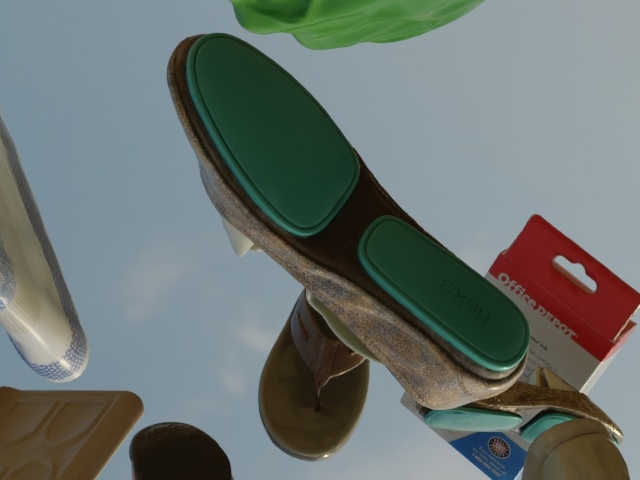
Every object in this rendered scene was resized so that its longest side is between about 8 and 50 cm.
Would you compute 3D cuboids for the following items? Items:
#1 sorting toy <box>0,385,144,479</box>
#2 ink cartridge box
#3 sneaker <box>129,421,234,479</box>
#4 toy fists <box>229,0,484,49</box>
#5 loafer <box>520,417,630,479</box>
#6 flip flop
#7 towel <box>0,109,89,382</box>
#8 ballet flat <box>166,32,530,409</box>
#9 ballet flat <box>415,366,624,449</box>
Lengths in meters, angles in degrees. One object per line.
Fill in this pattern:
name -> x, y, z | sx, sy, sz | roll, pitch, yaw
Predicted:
sorting toy -> -0.358, 0.284, 2.014 | 0.307, 0.229, 0.041 | -55, -47, -39
ink cartridge box -> 0.193, 0.096, 1.633 | 0.134, 0.231, 0.078 | 39, -157, 15
sneaker -> -0.097, 0.285, 1.541 | 0.090, 0.145, 0.270 | -14, -143, -26
toy fists -> -0.029, -0.176, 0.818 | 0.279, 0.142, 0.096 | 27, -127, -43
loafer -> 0.202, 0.272, 1.424 | 0.101, 0.269, 0.092 | -10, -149, -13
flip flop -> 0.017, 0.085, 1.765 | 0.112, 0.277, 0.080 | 22, 162, 12
towel -> -0.186, -0.075, 0.707 | 0.209, 0.034, 0.285 | 63, -176, 33
ballet flat -> 0.000, 0.000, 1.189 | 0.316, 0.106, 0.107 | 46, -128, -1
ballet flat -> 0.173, 0.134, 1.511 | 0.206, 0.073, 0.067 | 16, -125, -29
